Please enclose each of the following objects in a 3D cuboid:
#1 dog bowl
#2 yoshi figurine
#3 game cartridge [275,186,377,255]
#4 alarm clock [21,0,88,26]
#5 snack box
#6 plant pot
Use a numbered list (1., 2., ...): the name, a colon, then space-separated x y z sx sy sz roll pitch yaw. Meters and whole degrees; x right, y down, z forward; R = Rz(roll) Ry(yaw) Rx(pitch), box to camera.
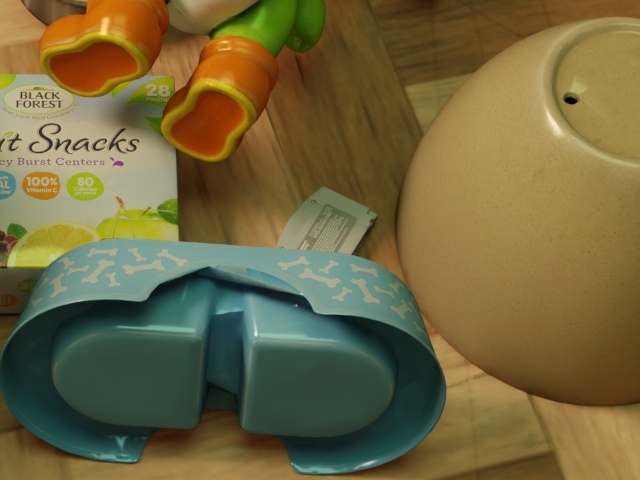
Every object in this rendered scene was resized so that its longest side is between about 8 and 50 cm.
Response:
1. dog bowl: -0.064 0.075 1.328 0.297 0.166 0.074 4 45 -3
2. yoshi figurine: -0.085 -0.239 1.481 0.203 0.203 0.362 8 60 19
3. game cartridge: 0.000 0.000 1.464 0.056 0.017 0.083 28 58 8
4. alarm clock: -0.178 -0.205 1.548 0.129 0.064 0.192 -1 55 -7
5. snack box: -0.207 -0.035 1.431 0.207 0.070 0.174 1 56 -7
6. plant pot: 0.205 -0.050 1.415 0.284 0.191 0.284 3 58 -4
